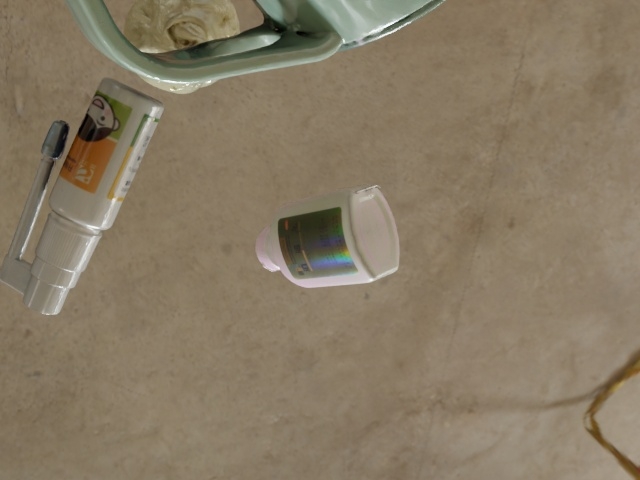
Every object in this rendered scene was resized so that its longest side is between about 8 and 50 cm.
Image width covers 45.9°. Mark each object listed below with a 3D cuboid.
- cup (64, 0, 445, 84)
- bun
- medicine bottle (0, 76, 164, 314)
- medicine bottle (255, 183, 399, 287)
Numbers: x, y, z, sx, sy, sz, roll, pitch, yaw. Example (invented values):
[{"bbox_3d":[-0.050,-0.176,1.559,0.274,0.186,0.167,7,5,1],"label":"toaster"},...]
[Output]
[{"bbox_3d":[-0.039,-0.327,0.513,0.392,0.310,0.400,38,59,-34],"label":"cup"},{"bbox_3d":[-0.202,-0.302,1.139,0.183,0.102,0.183,-8,121,-14],"label":"bun"},{"bbox_3d":[-0.227,-0.044,0.696,0.220,0.092,0.061,-65,162,6],"label":"medicine bottle"},{"bbox_3d":[0.000,0.000,0.969,0.078,0.219,0.115,-21,97,-39],"label":"medicine bottle"}]
